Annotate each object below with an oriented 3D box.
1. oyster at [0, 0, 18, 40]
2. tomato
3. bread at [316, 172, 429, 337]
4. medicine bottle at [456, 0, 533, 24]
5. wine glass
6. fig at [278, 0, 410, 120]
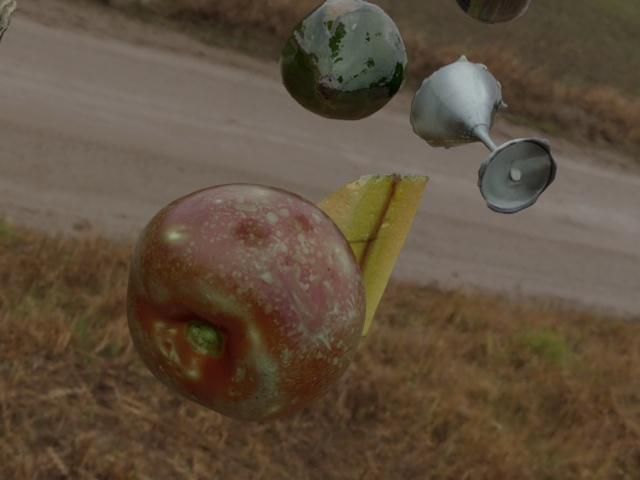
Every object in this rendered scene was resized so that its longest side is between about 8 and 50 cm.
[{"bbox_3d":[-0.562,-0.266,1.770,0.129,0.345,0.078,14,-26,38],"label":"oyster"},{"bbox_3d":[-0.076,0.060,1.309,0.270,0.270,0.222,33,44,15],"label":"tomato"},{"bbox_3d":[0.002,-0.003,1.549,0.163,0.264,0.168,34,22,33],"label":"bread"},{"bbox_3d":[0.207,-0.320,1.337,0.107,0.107,0.191,29,-4,4],"label":"medicine bottle"},{"bbox_3d":[0.238,-0.147,1.708,0.156,0.156,0.232,15,26,-27],"label":"wine glass"},{"bbox_3d":[0.030,-0.248,1.731,0.195,0.195,0.245,23,35,-8],"label":"fig"}]
